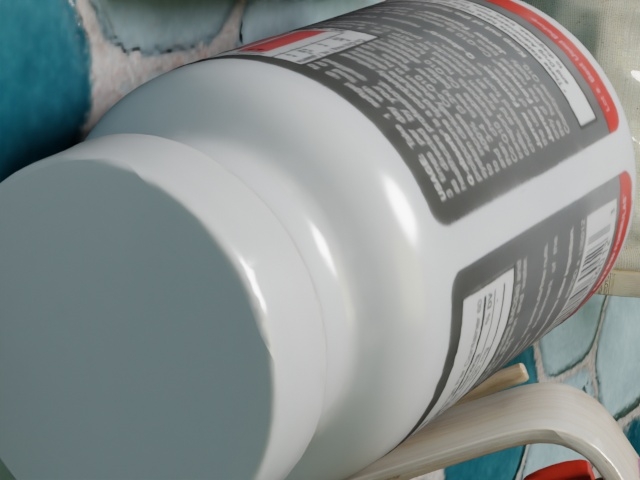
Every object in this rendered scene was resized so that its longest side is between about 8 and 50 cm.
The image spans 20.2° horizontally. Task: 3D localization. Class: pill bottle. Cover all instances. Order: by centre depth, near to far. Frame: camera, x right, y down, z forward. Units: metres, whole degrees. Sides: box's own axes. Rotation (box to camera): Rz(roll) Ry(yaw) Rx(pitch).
[{"bbox_3d":[0.000,0.000,0.895,0.363,0.210,0.210,-26,122,-56],"label":"pill bottle"}]

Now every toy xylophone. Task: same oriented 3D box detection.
[{"bbox_3d":[0.027,0.146,0.935,0.236,0.322,0.081,-30,101,-72],"label":"toy xylophone"}]

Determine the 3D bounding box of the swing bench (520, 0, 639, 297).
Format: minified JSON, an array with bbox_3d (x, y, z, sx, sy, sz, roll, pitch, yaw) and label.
[{"bbox_3d":[0.257,-0.099,1.377,0.254,0.165,0.253,-15,113,-59],"label":"swing bench"}]
